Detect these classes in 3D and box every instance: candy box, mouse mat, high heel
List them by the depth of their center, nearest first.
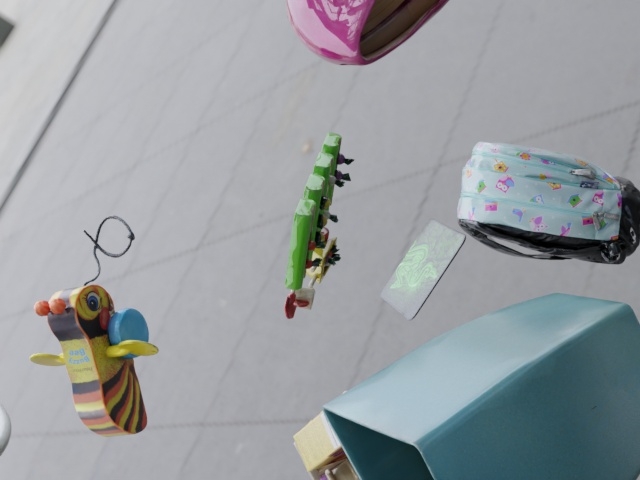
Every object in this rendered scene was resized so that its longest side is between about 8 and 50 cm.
[{"bbox_3d":[0.135,-0.255,0.819,0.377,0.127,0.181,-41,36,6],"label":"high heel"},{"bbox_3d":[0.051,0.209,1.387,0.053,0.109,0.186,67,152,15],"label":"candy box"},{"bbox_3d":[0.154,0.041,1.826,0.152,0.007,0.190,-57,14,1],"label":"mouse mat"}]

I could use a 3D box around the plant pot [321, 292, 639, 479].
[{"bbox_3d":[0.161,0.152,0.979,0.234,0.165,0.166,-34,16,-21],"label":"plant pot"}]

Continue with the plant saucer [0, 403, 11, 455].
[{"bbox_3d":[-0.616,0.278,1.565,0.400,0.401,0.100,-132,48,-67],"label":"plant saucer"}]

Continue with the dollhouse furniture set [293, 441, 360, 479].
[{"bbox_3d":[0.172,0.318,1.447,0.286,0.198,0.303,-32,31,-5],"label":"dollhouse furniture set"}]

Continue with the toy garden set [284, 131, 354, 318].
[{"bbox_3d":[0.000,0.000,1.563,0.244,0.049,0.203,-71,-9,-59],"label":"toy garden set"}]

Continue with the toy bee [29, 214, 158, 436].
[{"bbox_3d":[-0.328,0.127,1.624,0.195,0.162,0.298,-33,74,24],"label":"toy bee"}]

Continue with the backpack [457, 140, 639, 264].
[{"bbox_3d":[0.235,-0.040,1.258,0.152,0.182,0.115,162,119,-80],"label":"backpack"}]
